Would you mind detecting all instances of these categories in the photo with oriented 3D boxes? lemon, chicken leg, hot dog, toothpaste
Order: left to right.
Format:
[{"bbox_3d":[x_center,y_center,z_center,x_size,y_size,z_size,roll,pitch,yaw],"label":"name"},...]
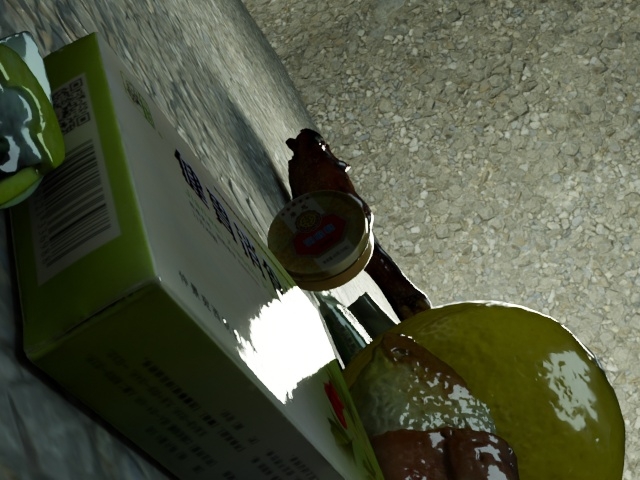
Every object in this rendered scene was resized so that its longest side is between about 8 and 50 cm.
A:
[{"bbox_3d":[0.031,-0.032,1.349,0.158,0.096,0.407,39,13,-46],"label":"chicken leg"},{"bbox_3d":[0.098,0.217,0.976,0.392,0.061,0.099,58,5,11],"label":"toothpaste"},{"bbox_3d":[0.068,0.181,0.599,0.093,0.123,0.262,105,-13,-45],"label":"hot dog"},{"bbox_3d":[0.135,0.161,0.770,0.240,0.219,0.240,55,5,-8],"label":"lemon"}]

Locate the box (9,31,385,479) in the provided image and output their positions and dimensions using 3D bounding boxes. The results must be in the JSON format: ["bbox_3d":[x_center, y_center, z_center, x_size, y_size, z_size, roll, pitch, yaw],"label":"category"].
[{"bbox_3d":[-0.053,0.044,0.479,0.260,0.062,0.175,54,9,-45],"label":"box"}]

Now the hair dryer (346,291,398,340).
[{"bbox_3d":[0.089,0.159,1.227,0.219,0.088,0.225,56,18,26],"label":"hair dryer"}]

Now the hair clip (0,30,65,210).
[{"bbox_3d":[-0.129,-0.028,0.319,0.188,0.033,0.060,-74,142,-70],"label":"hair clip"}]

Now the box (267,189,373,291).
[{"bbox_3d":[0.000,0.000,0.949,0.037,0.105,0.106,65,0,-50],"label":"box"}]
